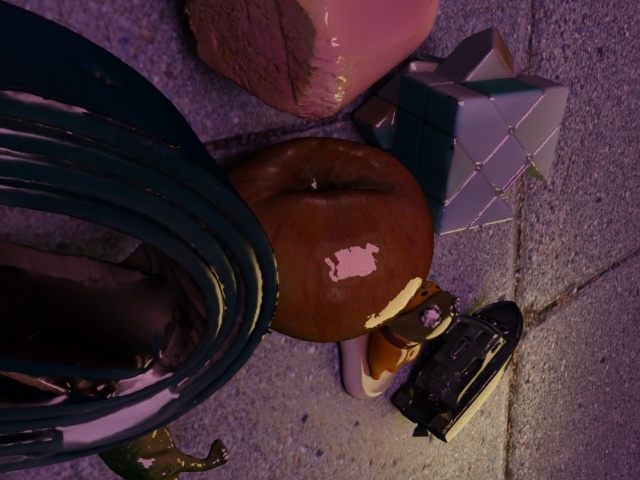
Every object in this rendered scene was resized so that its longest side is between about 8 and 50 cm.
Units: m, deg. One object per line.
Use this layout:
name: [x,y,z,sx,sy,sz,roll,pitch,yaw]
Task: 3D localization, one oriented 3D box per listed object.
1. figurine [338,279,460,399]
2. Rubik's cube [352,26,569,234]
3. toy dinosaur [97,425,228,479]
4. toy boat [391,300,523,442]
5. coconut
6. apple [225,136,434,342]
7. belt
figurine: [0.130,0.141,0.962,0.167,0.141,0.249,-11,111,-42]
Rubik's cube: [0.172,-0.151,0.870,0.224,0.213,0.265,-10,122,-26]
toy dinosaur: [-0.246,0.207,0.670,0.301,0.087,0.446,-18,109,-39]
toy boat: [0.252,0.205,1.115,0.296,0.114,0.122,-44,138,-23]
coconut: [0.001,-0.259,0.660,0.245,0.233,0.233,-43,129,-33]
apple: [0.000,0.000,0.727,0.261,0.261,0.194,-32,140,-32]
belt: [-0.226,0.007,0.444,0.300,0.173,0.437,-52,145,13]
